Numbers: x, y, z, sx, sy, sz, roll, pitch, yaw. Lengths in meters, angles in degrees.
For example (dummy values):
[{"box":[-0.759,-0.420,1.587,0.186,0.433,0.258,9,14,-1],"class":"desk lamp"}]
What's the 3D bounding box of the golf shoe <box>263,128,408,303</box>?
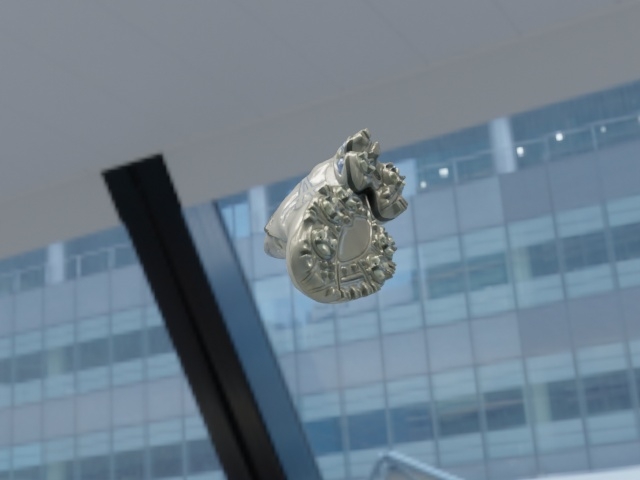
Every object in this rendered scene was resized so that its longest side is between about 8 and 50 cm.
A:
[{"box":[0.000,0.000,0.700,0.086,0.069,0.176,-31,13,24],"class":"golf shoe"}]
